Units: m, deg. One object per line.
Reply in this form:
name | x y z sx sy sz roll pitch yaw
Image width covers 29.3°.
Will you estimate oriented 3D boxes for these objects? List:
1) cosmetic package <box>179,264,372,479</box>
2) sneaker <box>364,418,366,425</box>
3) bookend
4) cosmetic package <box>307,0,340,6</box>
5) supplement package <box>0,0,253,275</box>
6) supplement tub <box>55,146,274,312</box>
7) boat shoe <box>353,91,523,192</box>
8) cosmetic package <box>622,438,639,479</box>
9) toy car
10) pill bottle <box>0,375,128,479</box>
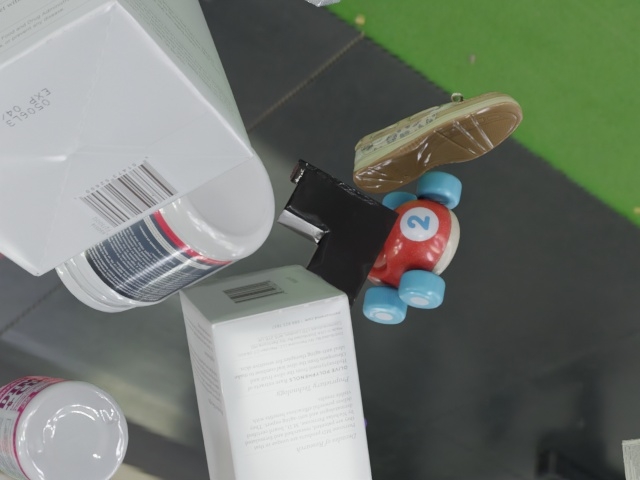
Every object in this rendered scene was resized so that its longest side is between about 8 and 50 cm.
cosmetic package | -0.044 0.230 1.342 0.155 0.197 0.365 -12 103 -15
sneaker | -0.004 0.214 1.736 0.161 0.102 0.282 14 143 1
bookend | 0.000 0.000 1.660 0.156 0.157 0.072 28 160 -3
cosmetic package | -0.071 -0.395 1.572 0.238 0.127 0.107 30 109 8
supplement package | -0.190 -0.162 0.809 0.177 0.293 0.175 -28 146 11
supplement tub | -0.210 -0.026 1.603 0.191 0.191 0.272 36 137 -29
boat shoe | 0.171 -0.167 1.874 0.285 0.089 0.104 -21 141 24
cosmetic package | 0.416 0.258 1.435 0.115 0.060 0.041 -15 161 42
toy car | 0.079 -0.016 1.971 0.238 0.219 0.210 23 154 -23
pill bottle | -0.406 0.281 1.809 0.160 0.160 0.283 31 162 -24
